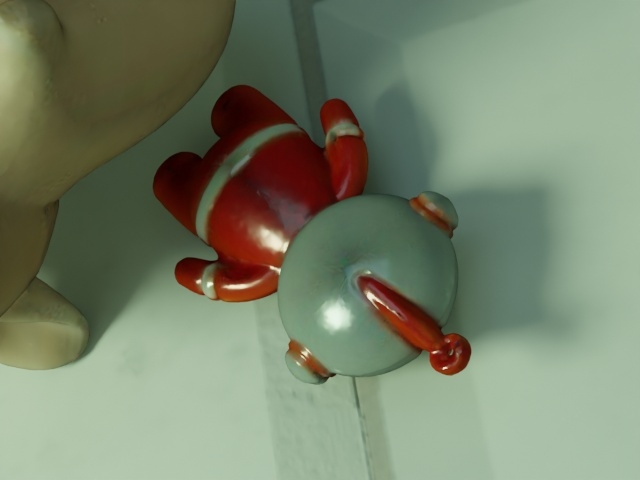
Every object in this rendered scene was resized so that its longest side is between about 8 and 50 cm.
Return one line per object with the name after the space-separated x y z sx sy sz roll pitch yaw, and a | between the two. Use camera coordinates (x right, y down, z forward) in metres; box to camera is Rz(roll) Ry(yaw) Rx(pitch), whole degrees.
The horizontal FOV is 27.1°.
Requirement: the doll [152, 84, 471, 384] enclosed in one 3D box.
0.000 0.000 0.733 0.142 0.076 0.245 -51 54 0 | doll

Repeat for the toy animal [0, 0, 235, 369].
-0.191 -0.079 0.723 0.237 0.269 0.326 42 59 11 | toy animal
